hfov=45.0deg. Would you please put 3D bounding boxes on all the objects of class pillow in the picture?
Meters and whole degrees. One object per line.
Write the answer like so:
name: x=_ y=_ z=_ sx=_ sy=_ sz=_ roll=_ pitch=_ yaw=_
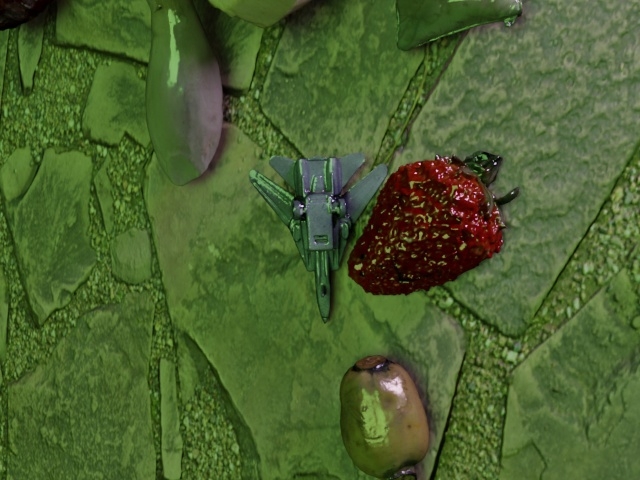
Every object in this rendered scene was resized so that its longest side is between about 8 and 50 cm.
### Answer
pillow: x=0.168 y=-0.425 z=1.079 sx=0.185 sy=0.075 sz=0.302 roll=-11 pitch=88 yaw=28

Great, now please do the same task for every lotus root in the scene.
lotus root: x=0.095 y=0.280 z=1.142 sx=0.125 sy=0.118 sz=0.220 roll=-17 pitch=83 yaw=43

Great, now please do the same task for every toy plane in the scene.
toy plane: x=0.000 y=0.001 z=1.181 sx=0.212 sy=0.088 sz=0.267 roll=-2 pitch=95 yaw=2

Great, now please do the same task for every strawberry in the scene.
strawberry: x=0.144 y=-0.017 z=1.101 sx=0.286 sy=0.106 sz=0.188 roll=-45 pitch=73 yaw=22

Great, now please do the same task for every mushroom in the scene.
mushroom: x=-0.226 y=-0.259 z=1.238 sx=0.128 sy=0.128 sz=0.350 roll=6 pitch=114 yaw=25

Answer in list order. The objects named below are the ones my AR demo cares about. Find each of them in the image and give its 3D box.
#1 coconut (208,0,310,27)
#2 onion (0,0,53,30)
coconut: x=-0.075 y=-0.445 z=1.122 sx=0.259 sy=0.259 sz=0.259 roll=2 pitch=94 yaw=26
onion: x=-0.550 y=-0.492 z=1.356 sx=0.206 sy=0.216 sz=0.207 roll=-25 pitch=93 yaw=9
